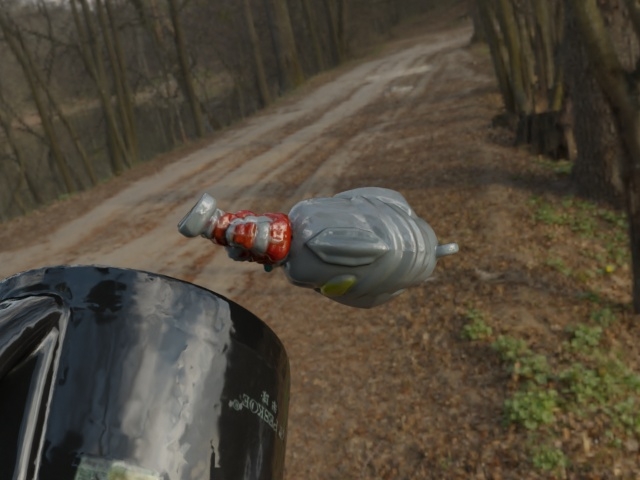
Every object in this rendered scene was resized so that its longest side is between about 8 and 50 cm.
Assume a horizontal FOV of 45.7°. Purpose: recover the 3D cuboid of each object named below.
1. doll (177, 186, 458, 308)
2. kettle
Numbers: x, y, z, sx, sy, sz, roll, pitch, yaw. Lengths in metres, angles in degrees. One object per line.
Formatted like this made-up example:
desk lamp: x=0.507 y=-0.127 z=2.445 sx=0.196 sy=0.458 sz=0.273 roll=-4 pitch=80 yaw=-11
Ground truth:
doll: x=0.000 y=0.000 z=0.483 sx=0.180 sy=0.079 sz=0.094 roll=8 pitch=-3 yaw=-10
kettle: x=-0.138 y=0.167 z=0.385 sx=0.208 sy=0.268 sz=0.290 roll=-10 pitch=49 yaw=17
